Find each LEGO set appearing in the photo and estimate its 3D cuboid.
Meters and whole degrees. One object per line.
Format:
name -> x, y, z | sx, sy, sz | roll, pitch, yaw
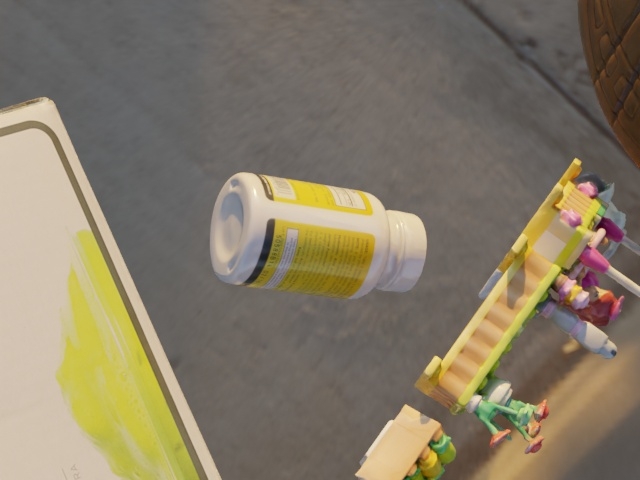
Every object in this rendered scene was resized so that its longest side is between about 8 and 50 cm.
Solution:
LEGO set -> 0.135, 0.055, 0.966 | 0.107, 0.287, 0.132 | 35, 131, 5

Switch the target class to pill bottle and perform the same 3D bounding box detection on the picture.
pill bottle -> 0.000, 0.000, 1.003 | 0.116, 0.065, 0.065 | 9, 99, -25

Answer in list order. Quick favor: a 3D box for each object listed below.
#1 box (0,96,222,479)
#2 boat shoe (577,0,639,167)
box -> -0.143, 0.090, 0.552 | 0.087, 0.290, 0.169 | -21, 83, -36
boat shoe -> 0.266, -0.067, 0.959 | 0.123, 0.342, 0.123 | -3, 130, -32
